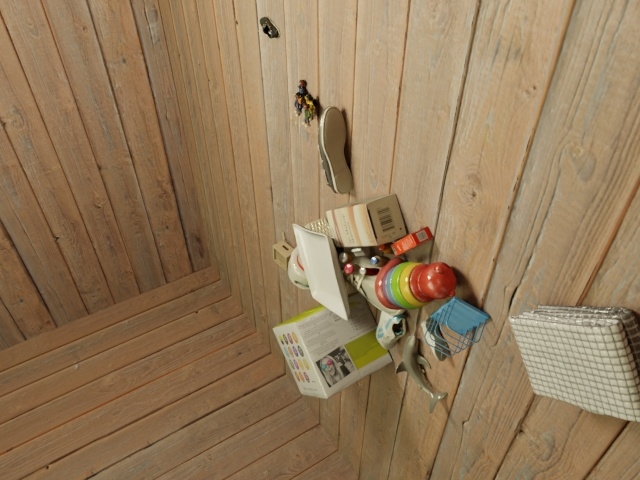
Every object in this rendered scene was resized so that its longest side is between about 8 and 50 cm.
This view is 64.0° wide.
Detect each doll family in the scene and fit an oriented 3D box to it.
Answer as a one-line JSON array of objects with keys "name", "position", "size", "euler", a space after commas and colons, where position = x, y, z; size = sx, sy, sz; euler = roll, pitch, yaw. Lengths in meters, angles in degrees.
[{"name": "doll family", "position": [-0.061, -0.519, 1.919], "size": [0.193, 0.076, 0.111], "euler": [53, 157, 35]}]

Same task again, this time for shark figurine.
[{"name": "shark figurine", "position": [0.346, 0.499, 1.924], "size": [0.278, 0.116, 0.166], "euler": [67, 158, 4]}]

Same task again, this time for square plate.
[{"name": "square plate", "position": [0.008, 0.109, 2.019], "size": [0.347, 0.049, 0.344], "euler": [22, 130, 65]}]

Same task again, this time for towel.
[{"name": "towel", "position": [0.603, 0.267, 1.178], "size": [0.283, 0.121, 0.235], "euler": [-8, 105, 64]}]

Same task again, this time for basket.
[{"name": "basket", "position": [0.000, 0.000, 2.199], "size": [0.167, 0.113, 0.103], "euler": [59, 153, 16]}]

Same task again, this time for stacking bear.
[{"name": "stacking bear", "position": [0.314, 0.136, 1.625], "size": [0.289, 0.164, 0.175], "euler": [-20, 95, 61]}]

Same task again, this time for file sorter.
[{"name": "file sorter", "position": [0.404, 0.266, 1.547], "size": [0.118, 0.104, 0.170], "euler": [29, 150, 1]}]

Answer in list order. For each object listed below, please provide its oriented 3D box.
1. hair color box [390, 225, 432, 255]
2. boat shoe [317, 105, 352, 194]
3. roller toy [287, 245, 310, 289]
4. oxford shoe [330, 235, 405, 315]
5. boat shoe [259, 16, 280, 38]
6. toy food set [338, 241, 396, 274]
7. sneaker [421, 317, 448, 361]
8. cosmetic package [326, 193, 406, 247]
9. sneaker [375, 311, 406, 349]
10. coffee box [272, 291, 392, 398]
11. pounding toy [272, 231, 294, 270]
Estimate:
[{"name": "hair color box", "position": [0.291, 0.004, 1.647], "size": [0.043, 0.072, 0.141], "euler": [63, 155, 6]}, {"name": "boat shoe", "position": [0.036, -0.321, 1.843], "size": [0.095, 0.112, 0.335], "euler": [29, 140, 47]}, {"name": "roller toy", "position": [-0.051, 0.117, 2.309], "size": [0.209, 0.191, 0.146], "euler": [57, 155, 21]}, {"name": "oxford shoe", "position": [0.154, 0.126, 1.931], "size": [0.449, 0.130, 0.169], "euler": [46, 123, 38]}, {"name": "boat shoe", "position": [-0.205, -0.827, 1.987], "size": [0.133, 0.042, 0.049], "euler": [53, 155, 32]}, {"name": "toy food set", "position": [0.154, 0.067, 1.799], "size": [0.232, 0.104, 0.111], "euler": [-8, 81, 33]}, {"name": "sneaker", "position": [0.393, 0.341, 1.767], "size": [0.061, 0.053, 0.152], "euler": [135, 116, -74]}, {"name": "cosmetic package", "position": [0.152, -0.064, 1.798], "size": [0.296, 0.129, 0.153], "euler": [-7, 101, 66]}, {"name": "sneaker", "position": [0.273, 0.348, 1.963], "size": [0.092, 0.087, 0.229], "euler": [-127, 27, -45]}, {"name": "coffee box", "position": [0.042, 0.448, 2.227], "size": [0.334, 0.338, 0.337], "euler": [66, 156, 4]}, {"name": "pounding toy", "position": [-0.187, 0.056, 2.683], "size": [0.141, 0.100, 0.130], "euler": [39, 146, 29]}]
